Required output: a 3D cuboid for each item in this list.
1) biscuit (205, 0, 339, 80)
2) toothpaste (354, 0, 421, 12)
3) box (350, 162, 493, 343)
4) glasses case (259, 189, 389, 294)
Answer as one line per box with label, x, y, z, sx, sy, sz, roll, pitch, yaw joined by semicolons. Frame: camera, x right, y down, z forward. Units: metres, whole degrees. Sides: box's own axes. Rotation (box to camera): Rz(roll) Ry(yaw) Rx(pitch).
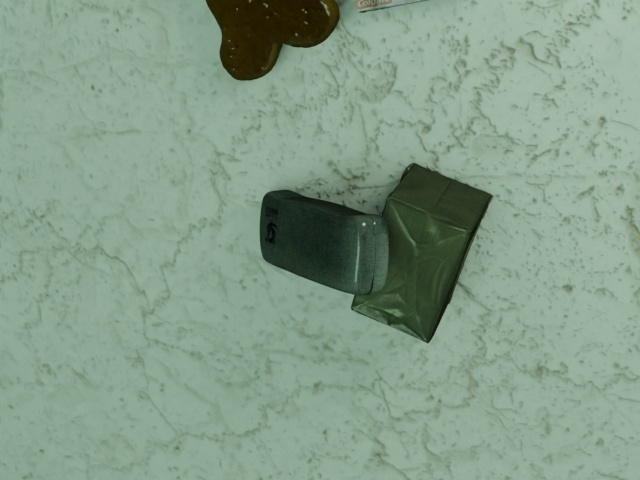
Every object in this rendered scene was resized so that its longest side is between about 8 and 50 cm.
biscuit;-0.136;-0.484;1.878;0.283;0.064;0.432;-21;104;39
toothpaste;0.147;-0.387;1.824;0.196;0.040;0.047;-5;111;26
box;0.163;0.018;1.956;0.155;0.149;0.231;24;122;9
glasses case;0.000;0.000;1.957;0.323;0.074;0.131;18;108;57
